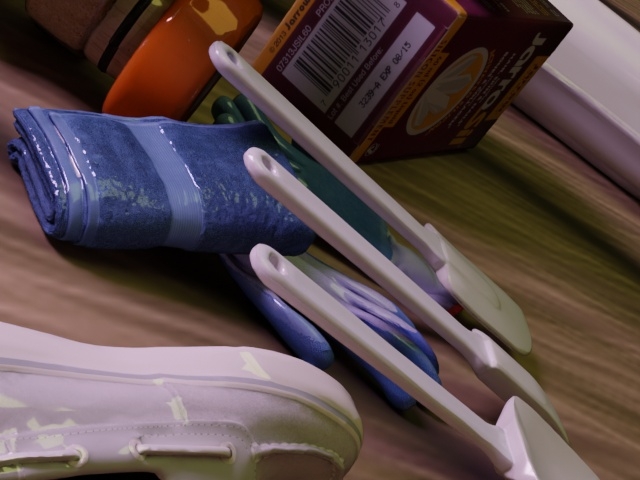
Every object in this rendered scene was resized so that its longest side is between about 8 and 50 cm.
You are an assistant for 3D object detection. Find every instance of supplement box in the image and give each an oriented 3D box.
[{"bbox_3d":[0.056,-0.110,0.960,0.081,0.104,0.188,44,22,16],"label":"supplement box"}]

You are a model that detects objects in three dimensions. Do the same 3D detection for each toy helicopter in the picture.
[{"bbox_3d":[-0.018,-0.221,0.721,0.140,0.355,0.235,37,38,-2],"label":"toy helicopter"}]

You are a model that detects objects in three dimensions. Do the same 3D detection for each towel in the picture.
[{"bbox_3d":[-0.060,-0.023,0.671,0.119,0.029,0.067,4,41,-38],"label":"towel"}]

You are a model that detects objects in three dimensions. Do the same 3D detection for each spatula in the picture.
[{"bbox_3d":[0.043,0.026,0.703,0.242,0.019,0.168,41,25,-38],"label":"spatula"}]

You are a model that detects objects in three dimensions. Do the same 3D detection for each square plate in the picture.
[{"bbox_3d":[0.188,-0.144,1.317,0.344,0.049,0.347,36,21,-4],"label":"square plate"}]

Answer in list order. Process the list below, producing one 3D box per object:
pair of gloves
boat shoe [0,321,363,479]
[{"bbox_3d":[0.000,0.000,0.761,0.159,0.023,0.198,38,20,0],"label":"pair of gloves"},{"bbox_3d":[-0.054,0.066,0.490,0.184,0.066,0.063,19,42,-46],"label":"boat shoe"}]
